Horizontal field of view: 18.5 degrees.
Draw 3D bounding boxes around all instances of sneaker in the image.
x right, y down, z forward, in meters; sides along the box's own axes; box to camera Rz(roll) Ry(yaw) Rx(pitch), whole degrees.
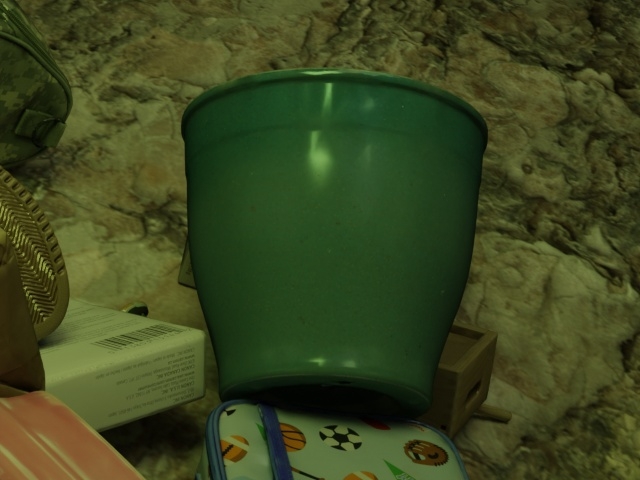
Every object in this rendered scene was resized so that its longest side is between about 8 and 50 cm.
[{"bbox_3d":[-0.323,-0.021,1.638,0.099,0.153,0.282,-39,90,-28],"label":"sneaker"},{"bbox_3d":[-0.179,0.084,1.782,0.037,0.032,0.083,43,37,10],"label":"sneaker"}]

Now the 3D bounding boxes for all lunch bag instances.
[{"bbox_3d":[0.013,0.249,1.535,0.243,0.115,0.303,10,29,-16],"label":"lunch bag"},{"bbox_3d":[-0.410,-0.206,1.954,0.256,0.212,0.305,16,24,-48],"label":"lunch bag"}]

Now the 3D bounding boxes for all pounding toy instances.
[{"bbox_3d":[0.106,0.132,1.843,0.130,0.100,0.141,15,22,19],"label":"pounding toy"}]

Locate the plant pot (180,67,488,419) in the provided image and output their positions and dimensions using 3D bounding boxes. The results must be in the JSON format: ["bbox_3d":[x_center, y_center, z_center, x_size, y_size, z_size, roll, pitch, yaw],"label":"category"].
[{"bbox_3d":[0.007,0.022,1.692,0.271,0.271,0.255,10,70,-21],"label":"plant pot"}]

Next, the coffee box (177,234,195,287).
[{"bbox_3d":[0.000,0.000,1.932,0.246,0.141,0.098,18,28,-7],"label":"coffee box"}]

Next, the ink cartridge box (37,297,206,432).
[{"bbox_3d":[-0.287,0.106,1.624,0.261,0.066,0.296,13,17,39],"label":"ink cartridge box"}]

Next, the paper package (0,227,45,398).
[{"bbox_3d":[-0.411,0.044,1.408,0.309,0.168,0.325,-27,43,-31],"label":"paper package"}]

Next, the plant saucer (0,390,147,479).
[{"bbox_3d":[-0.127,0.215,1.301,0.084,0.332,0.332,-45,61,-12],"label":"plant saucer"}]
